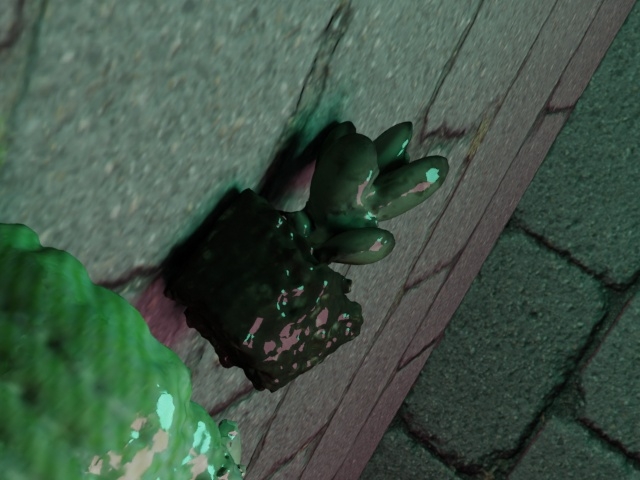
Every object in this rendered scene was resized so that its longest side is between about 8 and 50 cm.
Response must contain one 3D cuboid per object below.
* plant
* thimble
[{"bbox_3d":[0.001,0.002,0.763,0.274,0.146,0.149,-48,158,-23],"label":"plant"},{"bbox_3d":[-0.152,0.108,0.443,0.150,0.219,0.219,-46,160,-25],"label":"thimble"}]
